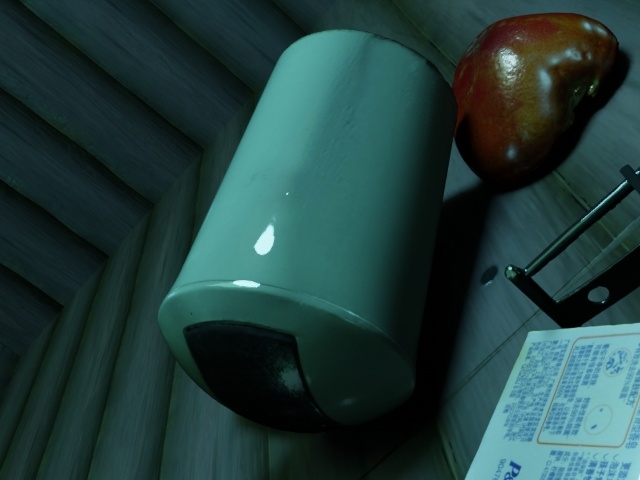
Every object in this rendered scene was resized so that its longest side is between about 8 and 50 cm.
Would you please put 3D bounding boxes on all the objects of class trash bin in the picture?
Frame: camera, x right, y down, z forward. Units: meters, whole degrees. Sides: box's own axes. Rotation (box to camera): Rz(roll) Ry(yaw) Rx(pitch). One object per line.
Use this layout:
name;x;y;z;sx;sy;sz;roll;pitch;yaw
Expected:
trash bin;0.000;0.000;1.011;0.280;0.280;0.432;-27;38;50

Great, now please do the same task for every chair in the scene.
chair;0.282;0.009;0.622;0.260;0.154;0.141;-43;20;17

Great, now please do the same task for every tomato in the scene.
tomato;0.240;-0.194;1.100;0.233;0.139;0.200;-55;13;-9

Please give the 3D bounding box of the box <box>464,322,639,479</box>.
box;0.180;0.190;0.602;0.168;0.097;0.265;-18;38;57

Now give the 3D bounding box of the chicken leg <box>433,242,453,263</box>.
chicken leg;0.095;0.022;1.170;0.089;0.048;0.219;-56;19;-5
